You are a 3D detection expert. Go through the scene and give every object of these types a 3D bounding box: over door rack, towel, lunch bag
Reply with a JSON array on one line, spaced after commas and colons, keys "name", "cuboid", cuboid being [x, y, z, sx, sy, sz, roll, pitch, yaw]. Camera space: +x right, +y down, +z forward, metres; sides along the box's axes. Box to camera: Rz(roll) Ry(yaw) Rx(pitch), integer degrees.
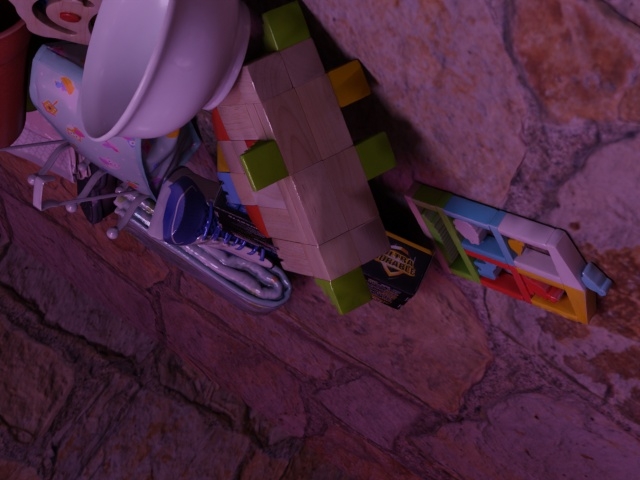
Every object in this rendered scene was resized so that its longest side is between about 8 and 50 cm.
[{"name": "over door rack", "cuboid": [-0.442, -0.099, 2.142, 0.239, 0.108, 0.324, 30, -165, 31]}, {"name": "towel", "cuboid": [-0.587, -0.277, 2.335, 0.332, 0.053, 0.317, 25, 143, 25]}, {"name": "lunch bag", "cuboid": [-0.329, -0.207, 2.003, 0.223, 0.160, 0.262, 32, 167, 15]}, {"name": "towel", "cuboid": [-0.232, 0.020, 2.434, 0.374, 0.090, 0.320, 35, 172, -4]}]

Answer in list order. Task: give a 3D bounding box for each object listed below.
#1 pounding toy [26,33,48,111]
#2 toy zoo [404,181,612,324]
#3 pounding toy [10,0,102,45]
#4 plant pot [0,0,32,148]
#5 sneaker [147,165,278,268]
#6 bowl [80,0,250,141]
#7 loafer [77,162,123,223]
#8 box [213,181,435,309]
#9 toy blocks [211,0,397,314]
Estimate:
[{"name": "pounding toy", "cuboid": [-0.532, -0.279, 2.132, 0.237, 0.110, 0.183, 31, 130, 21]}, {"name": "toy zoo", "cuboid": [0.265, 0.024, 1.718, 0.293, 0.030, 0.192, 22, 157, 37]}, {"name": "pounding toy", "cuboid": [-0.342, -0.386, 1.732, 0.154, 0.154, 0.269, 5, 168, 3]}, {"name": "plant pot", "cuboid": [-0.562, -0.281, 1.936, 0.272, 0.272, 0.265, 30, 141, 17]}, {"name": "sneaker", "cuboid": [-0.149, -0.036, 2.113, 0.182, 0.127, 0.315, 18, -177, 16]}, {"name": "bowl", "cuboid": [-0.175, -0.245, 1.521, 0.134, 0.297, 0.298, 16, 171, -26]}, {"name": "loafer", "cuboid": [-0.418, -0.138, 2.460, 0.109, 0.095, 0.302, 59, 155, 18]}, {"name": "box", "cuboid": [0.000, 0.000, 1.899, 0.322, 0.079, 0.257, 24, 174, 2]}, {"name": "toy blocks", "cuboid": [-0.054, -0.107, 1.652, 0.261, 0.191, 0.381, 9, 123, 64]}]
